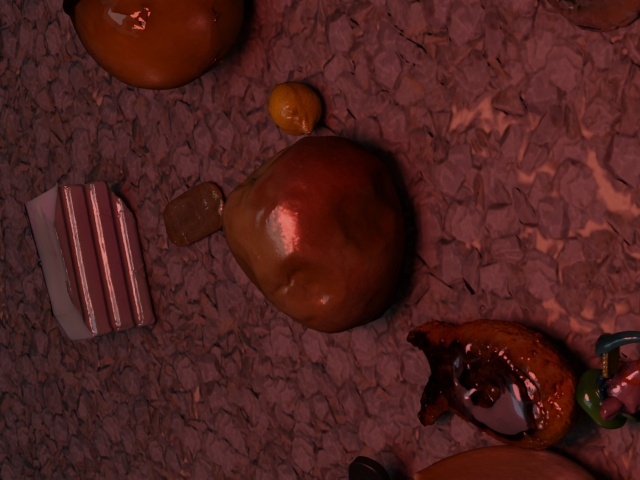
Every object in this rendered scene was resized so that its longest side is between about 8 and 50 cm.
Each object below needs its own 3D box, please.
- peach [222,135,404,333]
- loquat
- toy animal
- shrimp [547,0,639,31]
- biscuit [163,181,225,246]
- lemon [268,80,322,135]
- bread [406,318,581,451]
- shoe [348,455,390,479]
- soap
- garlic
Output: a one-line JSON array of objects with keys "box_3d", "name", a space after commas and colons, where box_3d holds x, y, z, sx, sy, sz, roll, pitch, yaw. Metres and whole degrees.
[{"box_3d": [0.000, 0.000, 1.681, 0.214, 0.214, 0.235, -20, 102, 48], "name": "peach"}, {"box_3d": [-0.211, -0.306, 1.805, 0.235, 0.235, 0.235, 14, 109, 45], "name": "loquat"}, {"box_3d": [0.334, 0.123, 1.400, 0.103, 0.100, 0.208, 38, 152, -12], "name": "toy animal"}, {"box_3d": [0.246, -0.287, 1.446, 0.223, 0.047, 0.126, 31, 131, 38], "name": "shrimp"}, {"box_3d": [-0.177, -0.036, 1.985, 0.147, 0.018, 0.071, -24, 80, 47], "name": "biscuit"}, {"box_3d": [-0.031, -0.163, 1.761, 0.092, 0.065, 0.065, 54, 134, 37], "name": "lemon"}, {"box_3d": [0.192, 0.155, 1.581, 0.269, 0.095, 0.139, 6, 101, 62], "name": "bread"}, {"box_3d": [0.075, 0.327, 1.769, 0.071, 0.049, 0.179, 20, 135, 29], "name": "shoe"}, {"box_3d": [-0.343, 0.027, 2.088, 0.091, 0.145, 0.230, -11, 90, 49], "name": "soap"}, {"box_3d": [0.216, 0.295, 1.525, 0.245, 0.164, 0.145, -2, 80, 42], "name": "garlic"}]
